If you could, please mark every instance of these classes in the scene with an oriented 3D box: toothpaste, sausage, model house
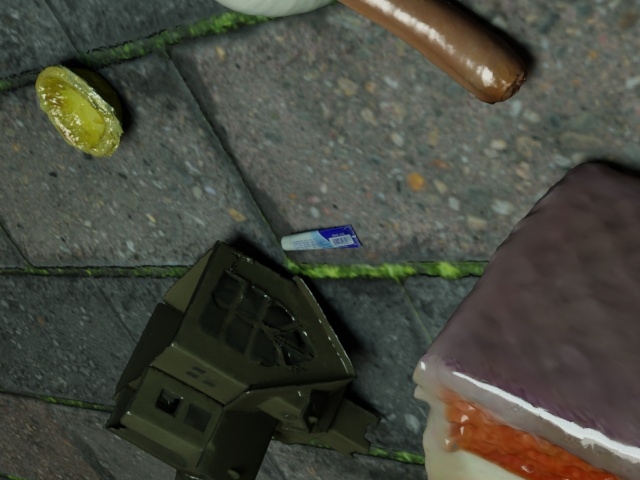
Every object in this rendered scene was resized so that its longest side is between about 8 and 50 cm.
[{"bbox_3d":[0.000,0.000,0.977,0.083,0.015,0.024,-7,122,42],"label":"toothpaste"},{"bbox_3d":[0.058,-0.149,0.723,0.177,0.047,0.040,36,130,8],"label":"sausage"},{"bbox_3d":[-0.061,0.160,1.075,0.243,0.204,0.211,31,148,-13],"label":"model house"}]

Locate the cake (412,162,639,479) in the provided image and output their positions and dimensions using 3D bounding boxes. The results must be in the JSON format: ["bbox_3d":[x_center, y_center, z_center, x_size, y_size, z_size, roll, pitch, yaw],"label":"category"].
[{"bbox_3d":[0.237,0.116,0.679,0.309,0.230,0.237,21,138,31],"label":"cake"}]

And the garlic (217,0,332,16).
[{"bbox_3d":[-0.028,-0.266,0.593,0.245,0.245,0.253,103,151,-52],"label":"garlic"}]

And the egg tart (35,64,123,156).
[{"bbox_3d":[-0.222,-0.128,1.038,0.105,0.039,0.105,27,143,22],"label":"egg tart"}]
